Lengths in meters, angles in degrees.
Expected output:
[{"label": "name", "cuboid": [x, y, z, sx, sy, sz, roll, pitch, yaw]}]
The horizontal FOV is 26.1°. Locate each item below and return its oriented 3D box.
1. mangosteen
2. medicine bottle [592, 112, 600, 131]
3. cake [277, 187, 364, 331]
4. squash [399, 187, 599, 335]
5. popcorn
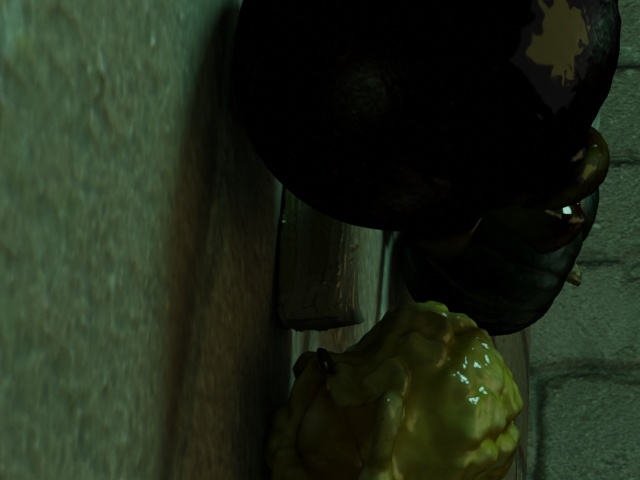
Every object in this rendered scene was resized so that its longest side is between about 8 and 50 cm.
[{"label": "mangosteen", "cuboid": [0.074, -0.090, 0.795, 0.265, 0.228, 0.228, 55, 29, -26]}, {"label": "medicine bottle", "cuboid": [0.196, -0.179, 1.449, 0.190, 0.190, 0.332, -76, 161, -46]}, {"label": "cake", "cuboid": [0.000, 0.000, 0.910, 0.065, 0.052, 0.121, 39, 51, -67]}, {"label": "squash", "cuboid": [0.174, -0.012, 1.334, 0.218, 0.172, 0.218, -50, 155, -33]}, {"label": "popcorn", "cuboid": [0.043, 0.123, 0.859, 0.170, 0.180, 0.180, 33, 45, -23]}]
